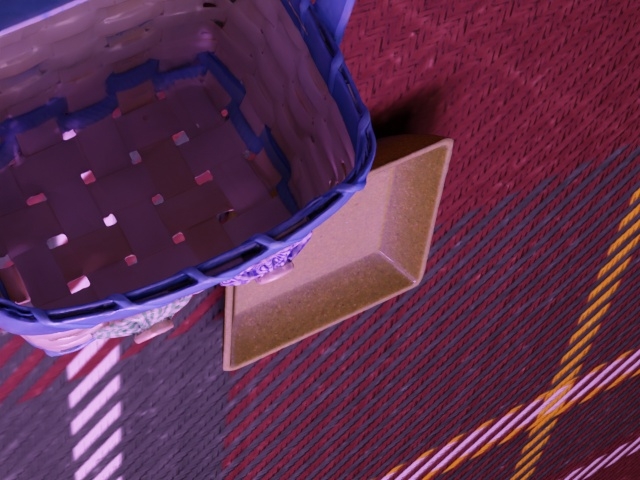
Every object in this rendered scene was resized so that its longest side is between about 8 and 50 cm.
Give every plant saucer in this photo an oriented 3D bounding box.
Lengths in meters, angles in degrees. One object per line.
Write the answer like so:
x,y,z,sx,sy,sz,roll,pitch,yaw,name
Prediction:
0.000,0.000,1.069,0.188,0.045,0.188,-24,149,-21,plant saucer

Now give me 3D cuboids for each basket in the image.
-0.090,-0.070,0.711,0.255,0.201,0.289,-26,159,-14,basket
